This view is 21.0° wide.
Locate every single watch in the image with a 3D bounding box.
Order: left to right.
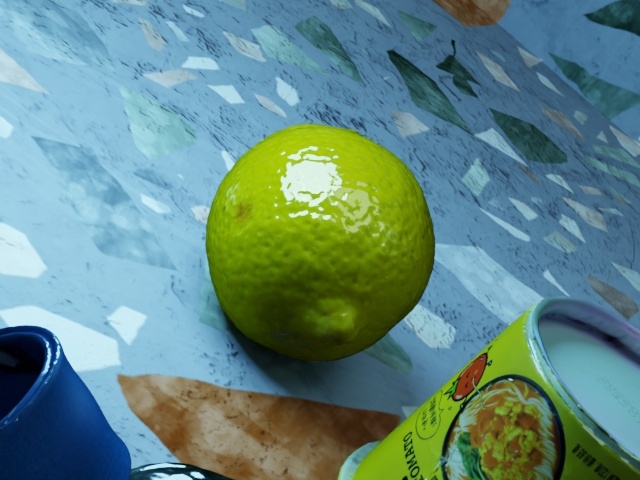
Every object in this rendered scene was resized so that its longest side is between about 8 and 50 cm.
[{"bbox_3d":[-0.229,0.140,1.049,0.171,0.200,0.196,56,40,-32],"label":"watch"}]

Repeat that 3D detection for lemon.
[{"bbox_3d":[-0.001,0.004,1.707,0.228,0.228,0.253,32,26,-10],"label":"lemon"}]

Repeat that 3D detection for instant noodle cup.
[{"bbox_3d":[0.215,0.224,1.572,0.325,0.254,0.325,30,27,-17],"label":"instant noodle cup"}]

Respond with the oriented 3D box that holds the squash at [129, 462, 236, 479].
[{"bbox_3d":[-0.115,0.261,1.076,0.165,0.252,0.252,27,26,-8],"label":"squash"}]
